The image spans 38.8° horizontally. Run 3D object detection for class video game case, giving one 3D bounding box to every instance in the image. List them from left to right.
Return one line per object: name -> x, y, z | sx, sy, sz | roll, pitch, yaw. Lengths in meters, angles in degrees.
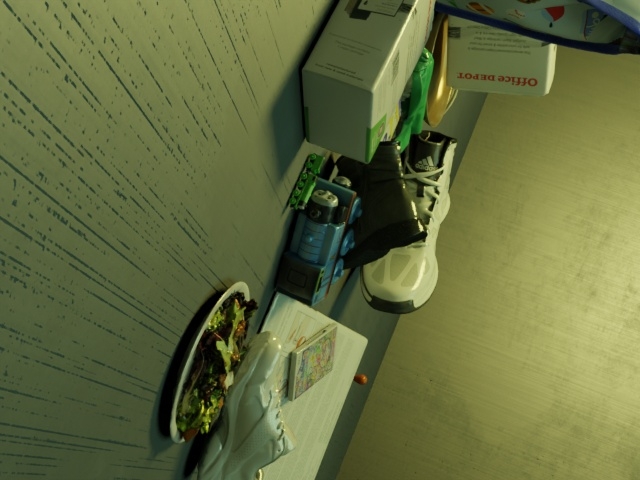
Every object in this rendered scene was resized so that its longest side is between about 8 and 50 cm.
video game case -> -0.011, 0.189, 1.422 | 0.122, 0.011, 0.087 | -29, 132, -53

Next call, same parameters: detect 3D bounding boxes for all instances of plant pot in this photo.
plant pot -> 0.227, -0.341, 1.778 | 0.236, 0.032, 0.236 | 11, 90, -72

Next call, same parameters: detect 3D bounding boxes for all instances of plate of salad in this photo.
plate of salad -> -0.118, 0.144, 1.054 | 0.200, 0.048, 0.200 | 21, 90, -78

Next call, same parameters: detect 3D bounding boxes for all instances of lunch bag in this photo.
lunch bag -> 0.354, -0.474, 1.326 | 0.239, 0.385, 0.328 | 47, 64, -78

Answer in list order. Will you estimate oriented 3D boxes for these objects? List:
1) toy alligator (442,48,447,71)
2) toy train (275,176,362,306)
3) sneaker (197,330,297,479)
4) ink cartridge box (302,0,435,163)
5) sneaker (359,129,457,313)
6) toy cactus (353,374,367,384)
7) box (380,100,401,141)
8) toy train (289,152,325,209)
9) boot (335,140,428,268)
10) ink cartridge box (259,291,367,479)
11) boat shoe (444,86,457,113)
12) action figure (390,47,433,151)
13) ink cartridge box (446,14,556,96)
toy alligator -> 0.269, -0.425, 1.886 | 0.051, 0.056, 0.189 | 46, -64, 53
toy train -> 0.000, 0.000, 1.285 | 0.105, 0.080, 0.184 | -33, 143, -62
sneaker -> -0.078, 0.227, 1.185 | 0.090, 0.115, 0.232 | -93, -157, -70
ink cartridge box -> 0.063, -0.233, 1.121 | 0.160, 0.092, 0.219 | 88, 25, -63
sneaker -> 0.181, -0.073, 1.896 | 0.447, 0.169, 0.257 | -69, 163, -45
toy cactus -> 0.009, 0.269, 1.782 | 0.219, 0.112, 0.180 | -55, 154, -23
box -> 0.082, -0.157, 1.479 | 0.105, 0.043, 0.179 | 70, 43, -72
toy train -> -0.017, -0.077, 1.198 | 0.017, 0.024, 0.083 | 74, 37, -71
boot -> 0.055, -0.049, 1.368 | 0.083, 0.161, 0.246 | -7, 167, -42
ink cartridge box -> -0.074, 0.253, 1.457 | 0.385, 0.091, 0.308 | 36, 74, -61
boat shoe -> 0.264, -0.342, 1.932 | 0.065, 0.075, 0.206 | 38, 68, -75
action figure -> 0.160, -0.257, 1.614 | 0.137, 0.063, 0.232 | -60, 169, -33
ink cartridge box -> 0.347, -0.425, 1.714 | 0.115, 0.198, 0.273 | -57, 151, -53
